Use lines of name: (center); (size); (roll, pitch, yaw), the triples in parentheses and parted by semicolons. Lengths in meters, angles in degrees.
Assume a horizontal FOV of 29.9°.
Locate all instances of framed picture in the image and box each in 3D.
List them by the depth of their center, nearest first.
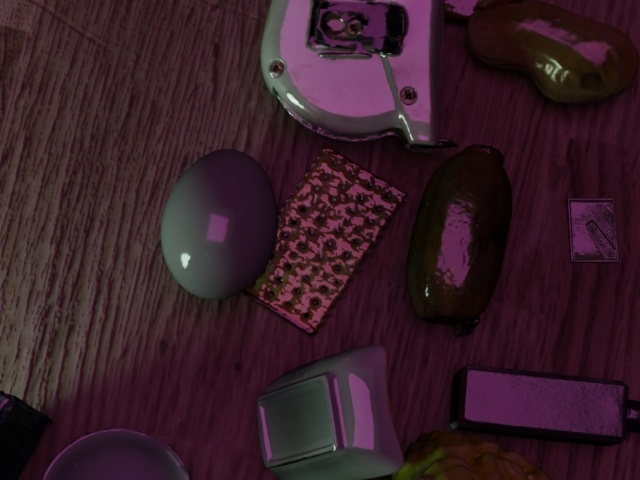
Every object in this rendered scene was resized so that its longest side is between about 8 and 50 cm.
framed picture: (0.364, -0.014, 1.603); (0.066, 0.007, 0.089); (-1, 76, -3)

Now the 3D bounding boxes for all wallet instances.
wallet: (-0.435, 0.328, 1.365); (0.075, 0.237, 0.342); (30, 77, 3)

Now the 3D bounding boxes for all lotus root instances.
lotus root: (0.176, -0.004, 1.532); (0.123, 0.124, 0.241); (12, 76, -8)

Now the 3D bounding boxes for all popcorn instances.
popcorn: (0.153, 0.359, 1.381); (0.237, 0.293, 0.293); (46, 78, -11)

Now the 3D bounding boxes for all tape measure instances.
tape measure: (0.055, -0.251, 1.573); (0.265, 0.130, 0.258); (3, 88, 0)

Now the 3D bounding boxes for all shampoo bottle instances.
shampoo bottle: (0.290, 0.210, 1.507); (0.246, 0.080, 0.079); (6, 77, -1)

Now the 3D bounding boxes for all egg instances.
egg: (-0.125, -0.022, 1.512); (0.146, 0.146, 0.199); (14, 69, 1)

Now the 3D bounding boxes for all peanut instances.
peanut: (0.309, -0.253, 1.611); (0.236, 0.120, 0.110); (16, 42, 7)

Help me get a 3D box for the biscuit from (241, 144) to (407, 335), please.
biscuit: (0.000, 0.000, 1.579); (0.139, 0.016, 0.231); (32, 77, 6)

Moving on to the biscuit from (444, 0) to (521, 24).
biscuit: (0.182, -0.469, 1.692); (0.359, 0.046, 0.359); (0, 77, -1)

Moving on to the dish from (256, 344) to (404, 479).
dish: (-0.003, 0.215, 1.424); (0.077, 0.212, 0.151); (1, 73, -37)

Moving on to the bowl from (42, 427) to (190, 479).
bowl: (-0.245, 0.324, 1.453); (0.189, 0.086, 0.189); (1, 76, -4)
